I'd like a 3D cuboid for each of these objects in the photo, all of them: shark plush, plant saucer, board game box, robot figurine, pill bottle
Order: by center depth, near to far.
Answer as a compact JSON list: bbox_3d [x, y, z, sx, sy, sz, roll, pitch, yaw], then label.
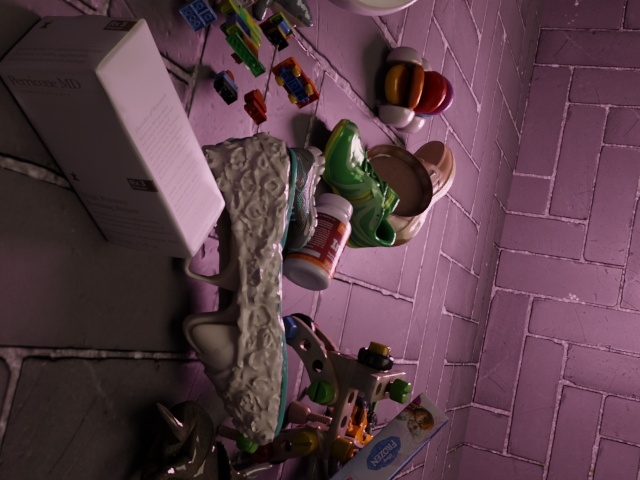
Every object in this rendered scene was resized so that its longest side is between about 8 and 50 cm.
[{"bbox_3d":[-0.048,-0.368,0.931,0.073,0.067,0.161,-42,136,-54],"label":"shark plush"},{"bbox_3d":[0.042,0.426,1.145,0.318,0.066,0.318,-34,159,-31],"label":"board game box"},{"bbox_3d":[0.000,0.000,1.151,0.086,0.086,0.152,64,42,-53],"label":"pill bottle"},{"bbox_3d":[0.148,-0.116,1.393,0.029,0.168,0.169,-45,-165,56],"label":"plant saucer"},{"bbox_3d":[0.056,0.457,1.445,0.211,0.085,0.291,-57,147,-43],"label":"robot figurine"}]

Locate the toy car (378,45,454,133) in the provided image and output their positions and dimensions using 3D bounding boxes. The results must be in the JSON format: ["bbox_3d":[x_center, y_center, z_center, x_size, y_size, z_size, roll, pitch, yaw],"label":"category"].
[{"bbox_3d":[0.205,-0.306,1.431,0.182,0.136,0.159,4,95,-66],"label":"toy car"}]

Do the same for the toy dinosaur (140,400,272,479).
[{"bbox_3d":[-0.174,0.277,0.872,0.160,0.120,0.314,-73,153,-46],"label":"toy dinosaur"}]

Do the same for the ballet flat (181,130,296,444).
[{"bbox_3d":[-0.116,0.064,0.894,0.147,0.146,0.409,-11,106,-65],"label":"ballet flat"}]

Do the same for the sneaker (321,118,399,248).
[{"bbox_3d":[0.081,-0.099,1.247,0.109,0.123,0.296,-63,150,-34],"label":"sneaker"}]

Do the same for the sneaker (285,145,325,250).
[{"bbox_3d":[-0.045,-0.068,1.078,0.076,0.065,0.167,6,90,-50],"label":"sneaker"}]

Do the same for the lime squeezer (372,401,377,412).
[{"bbox_3d":[0.099,0.333,1.557,0.110,0.059,0.310,-39,144,-13],"label":"lime squeezer"}]

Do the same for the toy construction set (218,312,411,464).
[{"bbox_3d":[0.032,0.280,1.140,0.309,0.237,0.258,64,42,-54],"label":"toy construction set"}]

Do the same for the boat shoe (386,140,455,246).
[{"bbox_3d":[0.200,-0.131,1.504,0.110,0.121,0.341,61,41,-28],"label":"boat shoe"}]

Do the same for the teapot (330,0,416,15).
[{"bbox_3d":[0.056,-0.464,1.002,0.252,0.187,0.256,1,121,-34],"label":"teapot"}]

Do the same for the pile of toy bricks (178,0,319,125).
[{"bbox_3d":[-0.092,-0.255,0.864,0.212,0.118,0.105,51,23,-39],"label":"pile of toy bricks"}]

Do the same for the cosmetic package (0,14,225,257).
[{"bbox_3d":[-0.188,-0.092,0.664,0.231,0.117,0.086,70,36,-46],"label":"cosmetic package"}]
